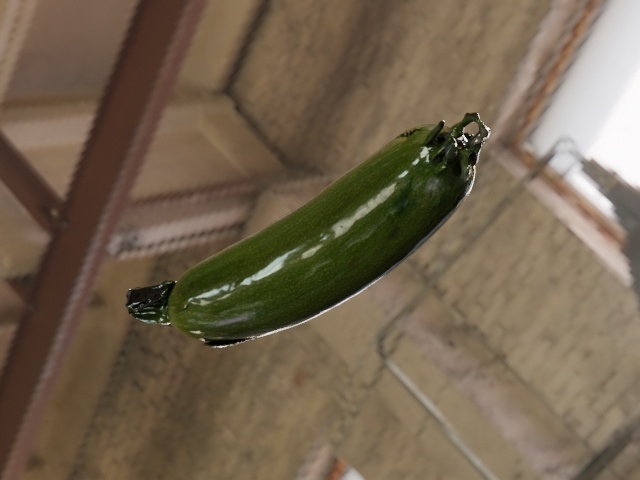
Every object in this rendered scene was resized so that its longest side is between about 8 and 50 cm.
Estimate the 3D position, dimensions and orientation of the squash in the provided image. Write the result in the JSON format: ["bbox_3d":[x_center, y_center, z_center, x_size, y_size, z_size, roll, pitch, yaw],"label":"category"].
[{"bbox_3d":[0.001,0.002,1.097,0.318,0.080,0.071,-28,15,34],"label":"squash"}]
